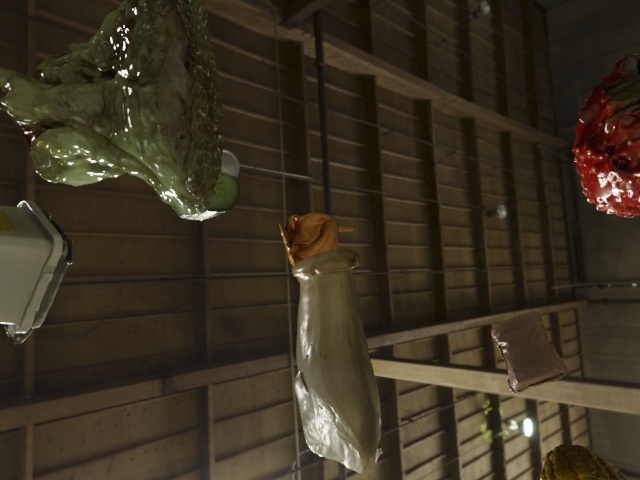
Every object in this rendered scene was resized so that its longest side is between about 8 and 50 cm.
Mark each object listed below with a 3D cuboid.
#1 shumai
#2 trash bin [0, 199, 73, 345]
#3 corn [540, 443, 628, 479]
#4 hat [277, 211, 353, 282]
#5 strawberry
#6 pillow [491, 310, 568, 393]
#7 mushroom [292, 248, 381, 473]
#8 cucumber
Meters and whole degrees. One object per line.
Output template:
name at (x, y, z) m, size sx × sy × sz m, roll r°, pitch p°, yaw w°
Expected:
shumai at (-0.334, -0.235, 0.753) m, size 0.323 × 0.324 × 0.397 m, roll -3°, pitch -89°, yaw -2°
trash bin at (-0.769, 0.056, 0.941) m, size 0.367 × 0.256 × 0.296 m, roll 15°, pitch -73°, yaw -55°
corn at (0.245, 0.268, 0.360) m, size 0.313 × 0.102 × 0.102 m, roll -3°, pitch -95°, yaw -76°
hat at (0.000, 0.000, 1.475) m, size 0.233 × 0.244 × 0.233 m, roll -19°, pitch -113°, yaw -6°
strawberry at (0.509, -0.143, 0.652) m, size 0.257 × 0.261 × 0.261 m, roll 51°, pitch -127°, yaw -40°
pillow at (0.497, 0.262, 1.084) m, size 0.034 × 0.135 × 0.211 m, roll 46°, pitch -153°, yaw -26°
mushroom at (0.015, 0.134, 0.531) m, size 0.108 × 0.096 × 0.247 m, roll 41°, pitch -138°, yaw -76°
cucumber at (-0.343, -0.146, 1.321) m, size 0.191 × 0.130 × 0.191 m, roll 9°, pitch -104°, yaw -38°
